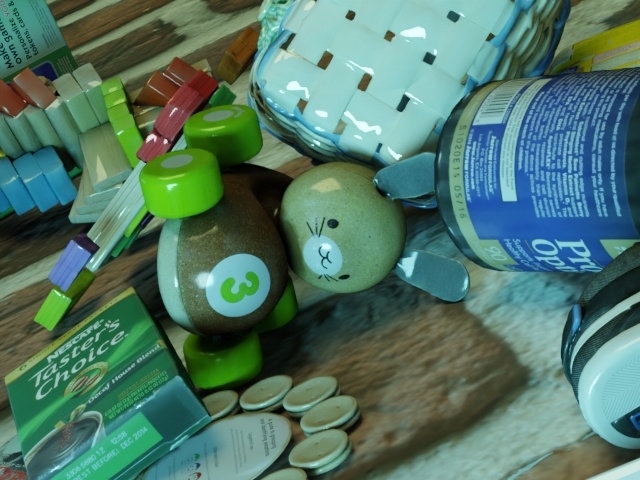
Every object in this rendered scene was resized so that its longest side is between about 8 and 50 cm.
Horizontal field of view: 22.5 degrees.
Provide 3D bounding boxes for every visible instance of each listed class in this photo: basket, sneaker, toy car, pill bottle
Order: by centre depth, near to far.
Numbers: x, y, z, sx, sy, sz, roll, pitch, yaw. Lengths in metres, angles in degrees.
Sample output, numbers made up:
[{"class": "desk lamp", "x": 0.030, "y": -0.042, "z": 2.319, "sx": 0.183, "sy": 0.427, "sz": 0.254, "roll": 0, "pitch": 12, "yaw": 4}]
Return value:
[{"class": "sneaker", "x": 0.219, "y": 0.018, "z": 0.818, "sx": 0.216, "sy": 0.079, "sz": 0.121, "roll": -24, "pitch": 21, "yaw": 4}, {"class": "pill bottle", "x": 0.184, "y": -0.041, "z": 0.947, "sx": 0.219, "sy": 0.123, "sz": 0.123, "roll": 0, "pitch": 30, "yaw": 46}, {"class": "toy car", "x": 0.000, "y": 0.000, "z": 1.045, "sx": 0.188, "sy": 0.155, "sz": 0.149, "roll": -2, "pitch": 26, "yaw": 20}, {"class": "basket", "x": 0.068, "y": -0.154, "z": 1.189, "sx": 0.255, "sy": 0.201, "sz": 0.289, "roll": -60, "pitch": -10, "yaw": 2}]

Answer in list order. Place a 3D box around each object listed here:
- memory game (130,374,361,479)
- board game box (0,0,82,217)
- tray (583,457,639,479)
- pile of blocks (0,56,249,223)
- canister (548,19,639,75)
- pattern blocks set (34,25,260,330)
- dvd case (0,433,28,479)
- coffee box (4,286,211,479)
[{"class": "memory game", "x": -0.061, "y": 0.133, "z": 0.948, "sx": 0.186, "sy": 0.012, "sz": 0.186, "roll": -22, "pitch": 19, "yaw": 8}, {"class": "board game box", "x": -0.373, "y": -0.184, "z": 1.682, "sx": 0.213, "sy": 0.317, "sz": 0.046, "roll": -32, "pitch": 19, "yaw": -23}, {"class": "tray", "x": 0.178, "y": 0.123, "z": 0.665, "sx": 0.270, "sy": 0.030, "sz": 0.145, "roll": -23, "pitch": 18, "yaw": 4}, {"class": "pile of blocks", "x": -0.252, "y": -0.104, "z": 1.542, "sx": 0.362, "sy": 0.113, "sz": 0.149, "roll": -7, "pitch": 45, "yaw": 17}, {"class": "canister", "x": 0.215, "y": -0.098, "z": 1.141, "sx": 0.126, "sy": 0.073, "sz": 0.170, "roll": -19, "pitch": 18, "yaw": 20}, {"class": "pattern blocks set", "x": -0.133, "y": -0.044, "z": 1.270, "sx": 0.285, "sy": 0.026, "sz": 0.325, "roll": -52, "pitch": 3, "yaw": 18}, {"class": "dvd case", "x": -0.204, "y": 0.158, "z": 1.048, "sx": 0.087, "sy": 0.013, "sz": 0.119, "roll": -2, "pitch": 27, "yaw": 47}, {"class": "coffee box", "x": -0.140, "y": 0.099, "z": 1.019, "sx": 0.113, "sy": 0.040, "sz": 0.184, "roll": -36, "pitch": 21, "yaw": -2}]
